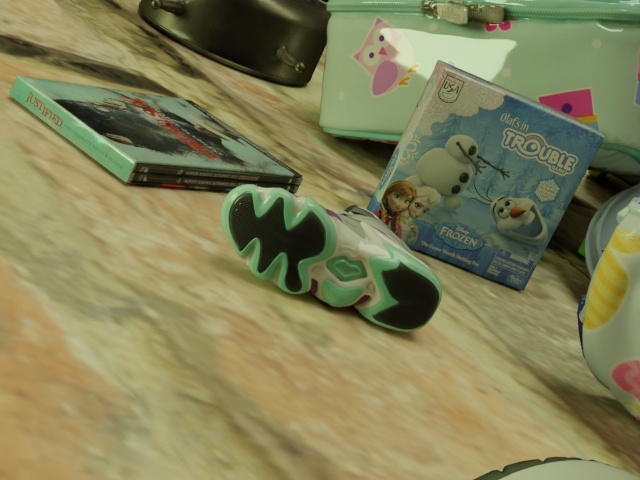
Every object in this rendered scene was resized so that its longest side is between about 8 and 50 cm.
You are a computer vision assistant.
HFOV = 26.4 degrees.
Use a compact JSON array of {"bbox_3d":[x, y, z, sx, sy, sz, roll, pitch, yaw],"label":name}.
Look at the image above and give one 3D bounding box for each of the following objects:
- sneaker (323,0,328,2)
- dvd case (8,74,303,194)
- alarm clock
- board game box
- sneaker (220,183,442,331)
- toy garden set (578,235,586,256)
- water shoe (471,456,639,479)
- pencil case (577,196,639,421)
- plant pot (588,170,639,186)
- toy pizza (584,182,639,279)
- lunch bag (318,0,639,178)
[{"bbox_3d":[0.026,-0.262,1.336,0.227,0.087,0.130,26,9,-18],"label":"sneaker"},{"bbox_3d":[-0.075,-0.048,0.641,0.087,0.013,0.119,35,18,32],"label":"dvd case"},{"bbox_3d":[-0.056,-0.166,0.961,0.129,0.064,0.192,23,13,-8],"label":"alarm clock"},{"bbox_3d":[0.080,-0.031,0.675,0.090,0.090,0.020,21,17,-14],"label":"board game box"},{"bbox_3d":[0.000,0.000,0.563,0.098,0.038,0.069,30,12,-18],"label":"sneaker"},{"bbox_3d":[0.309,0.050,0.835,0.244,0.049,0.204,36,19,33],"label":"toy garden set"},{"bbox_3d":[0.107,0.110,0.344,0.203,0.073,0.080,12,44,-32],"label":"water shoe"},{"bbox_3d":[0.211,0.071,0.484,0.113,0.124,0.273,-27,40,-14],"label":"pencil case"},{"bbox_3d":[0.395,-0.080,1.068,0.254,0.276,0.276,41,19,10],"label":"plant pot"},{"bbox_3d":[0.240,0.032,0.738,0.201,0.032,0.201,6,37,-5],"label":"toy pizza"},{"bbox_3d":[0.132,-0.104,0.871,0.224,0.107,0.279,10,5,29],"label":"lunch bag"}]
